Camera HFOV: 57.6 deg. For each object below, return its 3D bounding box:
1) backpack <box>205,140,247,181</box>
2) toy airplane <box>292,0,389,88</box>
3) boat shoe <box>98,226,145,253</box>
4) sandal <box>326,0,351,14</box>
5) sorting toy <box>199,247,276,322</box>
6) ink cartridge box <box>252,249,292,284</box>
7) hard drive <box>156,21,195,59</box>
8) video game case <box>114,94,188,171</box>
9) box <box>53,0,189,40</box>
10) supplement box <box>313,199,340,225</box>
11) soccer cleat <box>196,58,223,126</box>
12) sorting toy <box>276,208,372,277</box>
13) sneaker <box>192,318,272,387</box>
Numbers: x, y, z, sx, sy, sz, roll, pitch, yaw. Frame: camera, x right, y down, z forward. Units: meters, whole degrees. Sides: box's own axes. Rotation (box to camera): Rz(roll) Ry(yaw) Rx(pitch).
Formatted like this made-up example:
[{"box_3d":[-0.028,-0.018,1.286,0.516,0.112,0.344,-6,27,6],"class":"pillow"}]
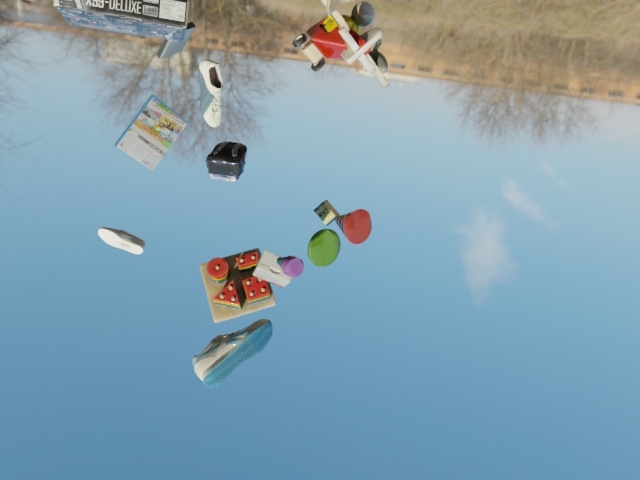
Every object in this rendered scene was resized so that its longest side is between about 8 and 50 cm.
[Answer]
[{"box_3d":[-0.389,-0.345,2.474,0.158,0.117,0.173,7,-141,8],"class":"backpack"},{"box_3d":[0.103,-0.730,2.040,0.384,0.272,0.386,38,172,10],"class":"toy airplane"},{"box_3d":[-0.776,-0.011,2.286,0.184,0.066,0.063,21,-145,-14],"class":"boat shoe"},{"box_3d":[0.093,-0.632,1.410,0.079,0.088,0.240,20,-118,10],"class":"sandal"},{"box_3d":[-0.335,0.165,2.329,0.255,0.089,0.257,-16,-113,-10],"class":"sorting toy"},{"box_3d":[-0.161,0.103,2.046,0.127,0.072,0.175,24,165,-6],"class":"ink cartridge box"},{"box_3d":[-0.458,-0.632,1.844,0.094,0.022,0.135,-38,-176,-37],"class":"hard drive"},{"box_3d":[-0.442,-0.279,1.527,0.119,0.166,0.015,37,177,-36],"class":"video game case"},{"box_3d":[-0.495,-0.583,1.487,0.307,0.077,0.242,4,-171,-15],"class":"box"},{"box_3d":[0.026,-0.111,2.316,0.083,0.056,0.083,49,-165,1],"class":"supplement box"},{"box_3d":[-0.312,-0.421,1.684,0.076,0.196,0.068,18,-145,38],"class":"soccer cleat"},{"box_3d":[0.000,0.000,1.929,0.365,0.127,0.126,-32,-149,-26],"class":"sorting toy"},{"box_3d":[-0.224,0.269,1.492,0.228,0.087,0.092,-35,-134,-21],"class":"sneaker"}]
